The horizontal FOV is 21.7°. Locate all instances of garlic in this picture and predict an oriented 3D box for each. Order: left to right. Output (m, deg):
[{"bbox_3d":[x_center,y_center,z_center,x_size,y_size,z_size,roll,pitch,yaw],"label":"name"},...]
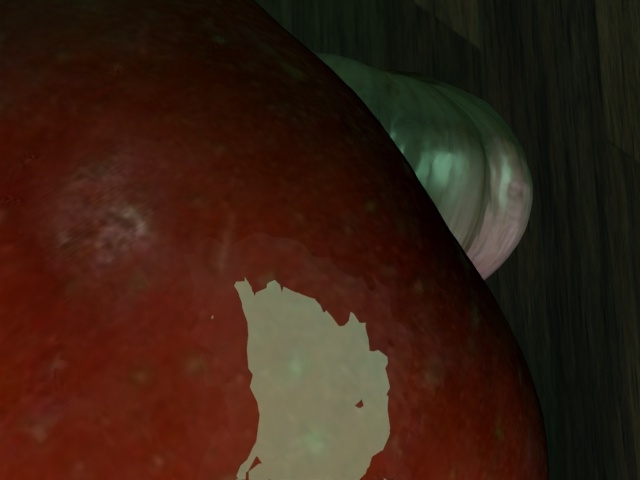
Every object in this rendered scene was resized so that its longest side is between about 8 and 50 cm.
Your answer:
[{"bbox_3d":[0.000,0.000,0.938,0.219,0.219,0.212,8,101,-57],"label":"garlic"}]

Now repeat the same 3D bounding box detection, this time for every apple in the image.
[{"bbox_3d":[-0.083,0.068,0.624,0.277,0.348,0.348,-39,120,-10],"label":"apple"}]
